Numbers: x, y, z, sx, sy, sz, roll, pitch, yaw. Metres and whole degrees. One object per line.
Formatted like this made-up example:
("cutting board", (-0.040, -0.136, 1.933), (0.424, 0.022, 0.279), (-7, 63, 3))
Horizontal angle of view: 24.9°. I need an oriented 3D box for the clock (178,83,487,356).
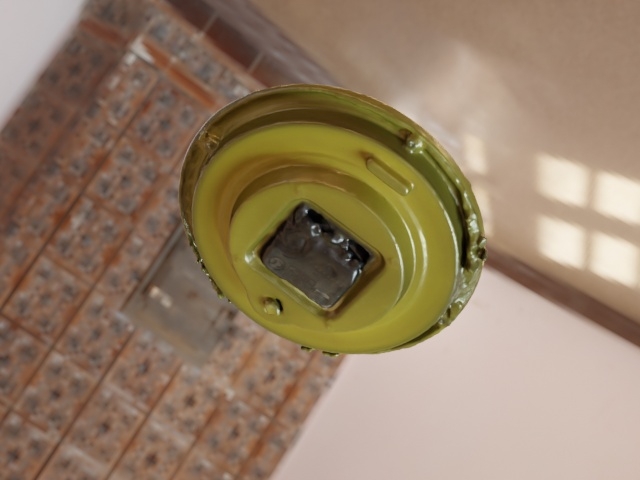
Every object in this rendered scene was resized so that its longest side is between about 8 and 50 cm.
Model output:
("clock", (0.000, 0.000, 1.039), (0.237, 0.057, 0.237), (10, 126, 14))
